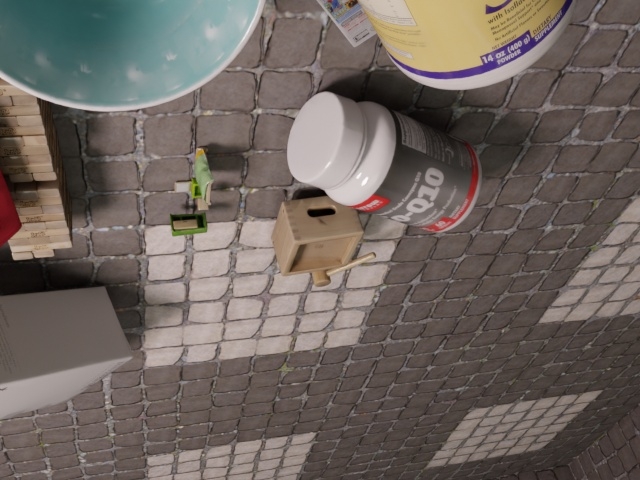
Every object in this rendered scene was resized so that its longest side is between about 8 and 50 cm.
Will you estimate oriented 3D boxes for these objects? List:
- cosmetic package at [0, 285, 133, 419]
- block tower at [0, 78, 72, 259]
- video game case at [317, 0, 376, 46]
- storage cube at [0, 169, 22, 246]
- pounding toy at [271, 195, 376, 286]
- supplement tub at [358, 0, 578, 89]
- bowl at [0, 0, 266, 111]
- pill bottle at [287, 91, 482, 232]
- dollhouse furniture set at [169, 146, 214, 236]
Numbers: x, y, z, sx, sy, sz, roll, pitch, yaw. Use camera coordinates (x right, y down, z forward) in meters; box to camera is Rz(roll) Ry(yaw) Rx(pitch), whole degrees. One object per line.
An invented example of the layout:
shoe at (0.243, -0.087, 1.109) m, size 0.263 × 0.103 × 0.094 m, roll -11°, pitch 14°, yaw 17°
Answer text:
cosmetic package at (-0.533, 0.199, 1.178) m, size 0.217 × 0.156 × 0.385 m, roll -34°, pitch 163°, yaw 28°
block tower at (-0.407, -0.112, 0.978) m, size 0.090 × 0.097 × 0.335 m, roll -6°, pitch 145°, yaw -14°
video game case at (0.051, -0.318, 0.944) m, size 0.087 × 0.011 × 0.122 m, roll -29°, pitch 142°, yaw 19°
storage cube at (-0.518, -0.058, 0.863) m, size 0.214 × 0.184 × 0.193 m, roll 24°, pitch 142°, yaw 14°
pounding toy at (0.008, 0.002, 1.295) m, size 0.181 × 0.094 × 0.206 m, roll -8°, pitch 153°, yaw -19°
supplement tub at (0.122, -0.344, 0.741) m, size 0.241 × 0.241 × 0.331 m, roll -27°, pitch 143°, yaw 15°
bowl at (-0.220, -0.304, 0.721) m, size 0.311 × 0.163 × 0.312 m, roll -13°, pitch 142°, yaw -10°
pill bottle at (0.100, -0.118, 1.103) m, size 0.283 × 0.161 × 0.161 m, roll 14°, pitch 135°, yaw -35°
dollhouse furniture set at (-0.205, -0.072, 1.120) m, size 0.058 × 0.076 × 0.152 m, roll -5°, pitch 144°, yaw -16°
